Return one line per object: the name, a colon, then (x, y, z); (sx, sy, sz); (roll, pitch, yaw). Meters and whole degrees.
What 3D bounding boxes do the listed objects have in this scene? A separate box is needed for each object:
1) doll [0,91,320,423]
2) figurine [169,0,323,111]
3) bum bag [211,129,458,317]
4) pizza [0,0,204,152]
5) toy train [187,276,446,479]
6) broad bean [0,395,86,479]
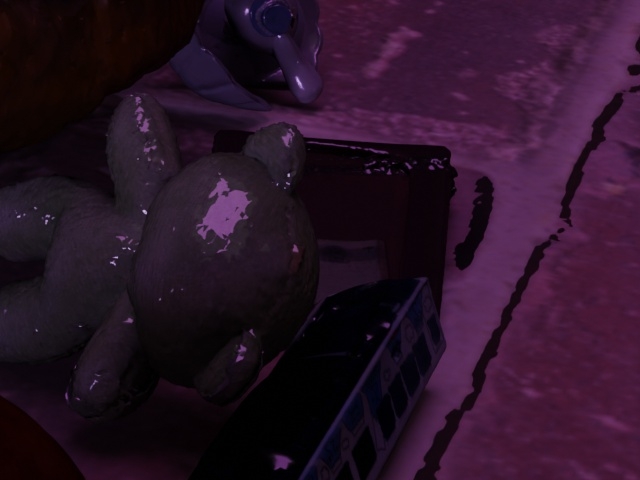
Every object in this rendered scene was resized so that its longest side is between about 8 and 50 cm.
doll: (-0.059, 0.009, 0.645); (0.150, 0.115, 0.077); (2, -13, 39)
figurine: (-0.035, -0.103, 0.916); (0.082, 0.094, 0.086); (-39, 2, -3)
bum bag: (0.000, 0.000, 0.771); (0.109, 0.026, 0.159); (5, 31, 3)
pizza: (-0.189, -0.118, 0.723); (0.434, 0.080, 0.392); (-3, 25, -32)
toy train: (-0.007, 0.069, 0.591); (0.043, 0.047, 0.207); (-11, 18, 23)
broad bean: (-0.158, 0.101, 0.426); (0.228, 0.122, 0.156); (-23, 61, -33)
